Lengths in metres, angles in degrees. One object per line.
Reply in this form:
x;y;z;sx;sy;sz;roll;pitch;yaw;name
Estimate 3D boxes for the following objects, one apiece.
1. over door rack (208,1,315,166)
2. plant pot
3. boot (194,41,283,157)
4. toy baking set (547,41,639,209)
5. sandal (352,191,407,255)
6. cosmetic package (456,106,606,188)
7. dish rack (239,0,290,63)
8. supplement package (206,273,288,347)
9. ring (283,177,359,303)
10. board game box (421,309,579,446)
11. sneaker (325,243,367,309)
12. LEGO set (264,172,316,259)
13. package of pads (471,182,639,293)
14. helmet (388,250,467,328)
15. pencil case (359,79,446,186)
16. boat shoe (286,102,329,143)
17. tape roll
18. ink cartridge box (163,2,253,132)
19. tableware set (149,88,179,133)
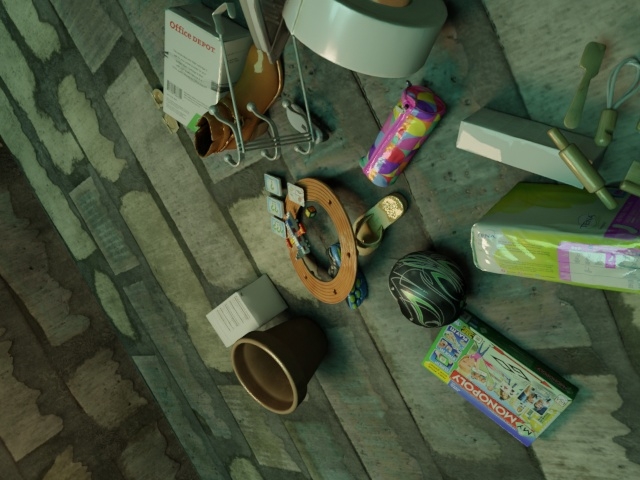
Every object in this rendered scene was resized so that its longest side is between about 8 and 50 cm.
-0.128;-0.342;1.243;0.108;0.239;0.325;13;112;41;over door rack
-0.100;0.350;1.696;0.263;0.229;0.263;23;129;32;plant pot
-0.211;-0.342;1.365;0.109;0.220;0.283;40;136;17;boot
0.471;-0.181;0.898;0.256;0.196;0.030;48;-178;3;toy baking set
0.117;-0.026;1.367;0.088;0.079;0.240;48;138;8;sandal
0.380;-0.173;1.019;0.239;0.099;0.061;26;133;29;cosmetic package
-0.075;-0.505;1.011;0.072;0.286;0.333;23;178;2;dish rack
-0.242;0.231;1.820;0.134;0.139;0.244;56;139;2;supplement package
0.000;0.000;1.471;0.336;0.032;0.337;31;129;48;ring
0.415;0.324;1.341;0.317;0.046;0.214;36;134;21;board game box
0.067;0.096;1.512;0.078;0.067;0.188;-7;108;58;sneaker
-0.092;-0.065;1.506;0.244;0.060;0.183;28;130;49;LEGO set
0.438;-0.014;0.966;0.296;0.229;0.101;8;120;40;package of pads
0.244;0.103;1.272;0.169;0.169;0.162;4;134;41;helmet
0.167;-0.219;1.186;0.104;0.104;0.236;44;138;13;pencil case
-0.032;-0.285;1.366;0.142;0.040;0.049;51;134;25;boat shoe
0.078;-0.415;1.004;0.286;0.286;0.100;42;137;15;tape roll
-0.297;-0.434;1.460;0.211;0.121;0.289;35;134;21;ink cartridge box
-0.450;-0.405;1.699;0.168;0.020;0.141;-8;109;46;tableware set
